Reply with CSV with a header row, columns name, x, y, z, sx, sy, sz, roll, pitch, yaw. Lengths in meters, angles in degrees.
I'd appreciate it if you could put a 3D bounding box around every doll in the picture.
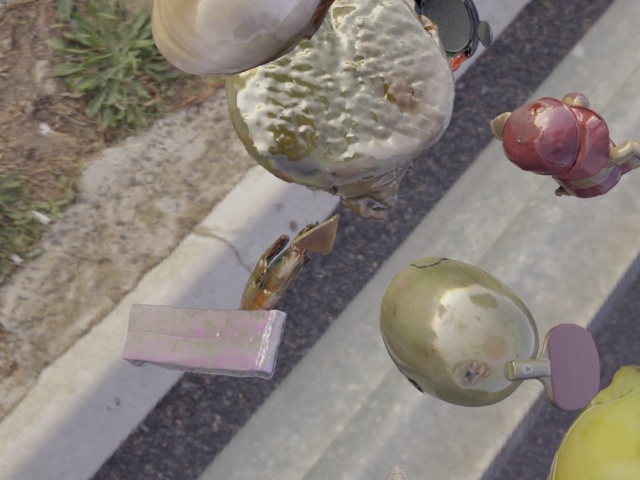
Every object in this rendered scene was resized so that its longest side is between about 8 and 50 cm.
name,x,y,z,sx,sy,sz,roll,pitch,yaw
doll,0.419,-0.164,1.526,0.256,0.196,0.152,13,73,-44

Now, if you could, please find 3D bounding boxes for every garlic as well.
name,x,y,z,sx,sy,sz,roll,pitch,yaw
garlic,-0.030,-0.159,0.546,0.099,0.124,0.174,45,62,-16

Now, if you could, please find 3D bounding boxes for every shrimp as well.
name,x,y,z,sx,sy,sz,roll,pitch,yaw
shrimp,-0.072,0.039,1.564,0.052,0.251,0.143,28,35,-27

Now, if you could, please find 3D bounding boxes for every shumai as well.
name,x,y,z,sx,sy,sz,roll,pitch,yaw
shumai,0.020,-0.115,0.790,0.201,0.120,0.201,1,72,-2

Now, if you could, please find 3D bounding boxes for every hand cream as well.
name,x,y,z,sx,sy,sz,roll,pitch,yaw
hand cream,0.126,0.397,1.459,0.043,0.170,0.065,29,84,0

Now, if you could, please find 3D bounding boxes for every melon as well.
name,x,y,z,sx,sy,sz,roll,pitch,yaw
melon,0.255,0.174,1.762,0.268,0.330,0.268,-38,145,-32

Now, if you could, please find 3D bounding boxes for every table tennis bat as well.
name,x,y,z,sx,sy,sz,roll,pitch,yaw
table tennis bat,0.368,0.199,1.425,0.246,0.022,0.138,6,78,-43

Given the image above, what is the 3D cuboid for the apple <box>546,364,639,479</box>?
name,x,y,z,sx,sy,sz,roll,pitch,yaw
apple,0.177,0.192,0.461,0.120,0.265,0.193,37,96,-7

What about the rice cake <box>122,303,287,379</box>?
name,x,y,z,sx,sy,sz,roll,pitch,yaw
rice cake,-0.189,0.159,1.443,0.050,0.298,0.106,44,53,-51

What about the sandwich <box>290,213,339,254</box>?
name,x,y,z,sx,sy,sz,roll,pitch,yaw
sandwich,0.000,0.000,1.290,0.083,0.031,0.044,-30,100,-11

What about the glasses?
name,x,y,z,sx,sy,sz,roll,pitch,yaw
glasses,0.038,-0.241,1.006,0.268,0.118,0.234,-42,106,-23

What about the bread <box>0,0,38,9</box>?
name,x,y,z,sx,sy,sz,roll,pitch,yaw
bread,-0.287,-0.361,1.021,0.246,0.239,0.111,-21,131,-14
